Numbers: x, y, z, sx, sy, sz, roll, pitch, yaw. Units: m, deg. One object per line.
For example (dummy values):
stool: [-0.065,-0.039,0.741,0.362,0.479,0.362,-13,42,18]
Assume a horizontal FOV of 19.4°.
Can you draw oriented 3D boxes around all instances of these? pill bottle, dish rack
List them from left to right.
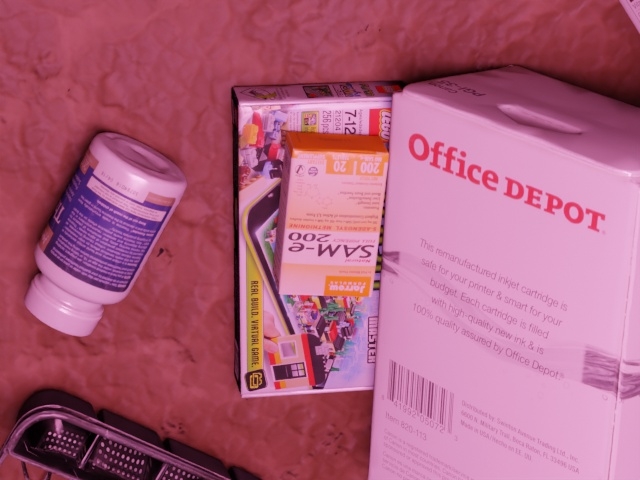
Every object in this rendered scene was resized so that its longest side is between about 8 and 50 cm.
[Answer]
dish rack: [-0.165,0.242,1.279,0.208,0.074,0.271,27,106,-17]
pill bottle: [-0.139,-0.002,1.185,0.067,0.067,0.120,25,106,-18]

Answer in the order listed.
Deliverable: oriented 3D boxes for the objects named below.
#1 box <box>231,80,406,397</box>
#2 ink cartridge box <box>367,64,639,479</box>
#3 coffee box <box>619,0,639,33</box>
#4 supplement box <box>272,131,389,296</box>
box: [0.000,0.000,1.225,0.114,0.036,0.207,-3,113,-8]
ink cartridge box: [0.143,0.054,1.166,0.117,0.207,0.283,-16,119,-38]
coffee box: [0.256,-0.150,1.078,0.098,0.141,0.246,-40,75,44]
supplement box: [0.006,-0.016,1.178,0.062,0.036,0.098,2,112,-9]
